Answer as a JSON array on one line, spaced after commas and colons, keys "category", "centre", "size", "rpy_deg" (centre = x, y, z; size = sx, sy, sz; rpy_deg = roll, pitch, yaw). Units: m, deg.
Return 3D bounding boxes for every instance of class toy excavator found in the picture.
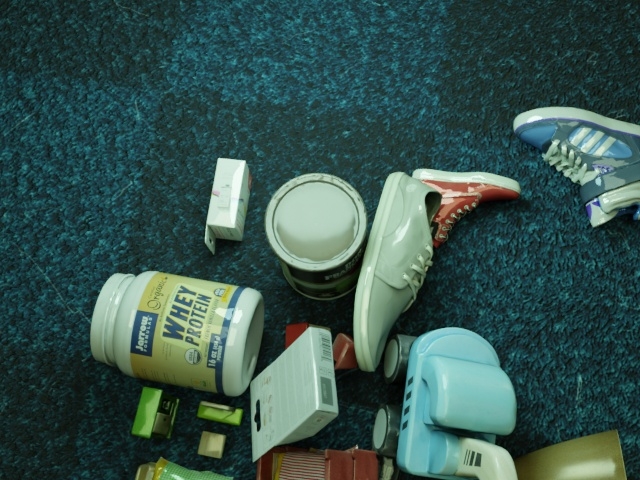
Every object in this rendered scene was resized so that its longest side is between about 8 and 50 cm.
[{"category": "toy excavator", "centre": [0.262, 0.363, 1.420], "size": [0.222, 0.445, 0.432], "rpy_deg": [12, 75, -11]}]

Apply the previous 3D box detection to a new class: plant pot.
[{"category": "plant pot", "centre": [0.461, 0.494, 1.521], "size": [0.254, 0.237, 0.237], "rpy_deg": [-8, 73, 17]}]

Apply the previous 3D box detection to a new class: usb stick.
[{"category": "usb stick", "centre": [0.117, 0.518, 1.616], "size": [0.077, 0.045, 0.278], "rpy_deg": [13, 75, 14]}]

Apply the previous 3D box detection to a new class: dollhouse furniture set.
[{"category": "dollhouse furniture set", "centre": [-0.010, 0.343, 1.573], "size": [0.201, 0.152, 0.374], "rpy_deg": [-13, 69, 40]}, {"category": "dollhouse furniture set", "centre": [-0.285, 0.472, 1.601], "size": [0.198, 0.151, 0.301], "rpy_deg": [10, 75, 7]}]

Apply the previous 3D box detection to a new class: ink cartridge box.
[{"category": "ink cartridge box", "centre": [-0.206, -0.072, 1.773], "size": [0.067, 0.115, 0.198], "rpy_deg": [7, 75, 6]}, {"category": "ink cartridge box", "centre": [-0.055, 0.306, 1.541], "size": [0.066, 0.232, 0.189], "rpy_deg": [18, 43, -25]}]

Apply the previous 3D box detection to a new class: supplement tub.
[{"category": "supplement tub", "centre": [-0.293, 0.189, 1.645], "size": [0.316, 0.228, 0.228], "rpy_deg": [9, 75, 7]}]

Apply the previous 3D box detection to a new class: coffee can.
[{"category": "coffee can", "centre": [0.000, 0.000, 1.653], "size": [0.202, 0.275, 0.201], "rpy_deg": [-1, 74, 4]}]

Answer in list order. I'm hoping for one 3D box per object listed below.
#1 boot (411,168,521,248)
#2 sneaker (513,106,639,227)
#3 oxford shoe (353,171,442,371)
[{"category": "boot", "centre": [0.317, -0.061, 1.751], "size": [0.244, 0.088, 0.176], "rpy_deg": [4, 74, 13]}, {"category": "sneaker", "centre": [0.578, -0.151, 1.731], "size": [0.323, 0.130, 0.236], "rpy_deg": [11, 71, 1]}, {"category": "oxford shoe", "centre": [0.160, 0.055, 1.610], "size": [0.130, 0.169, 0.449], "rpy_deg": [10, 62, 14]}]
